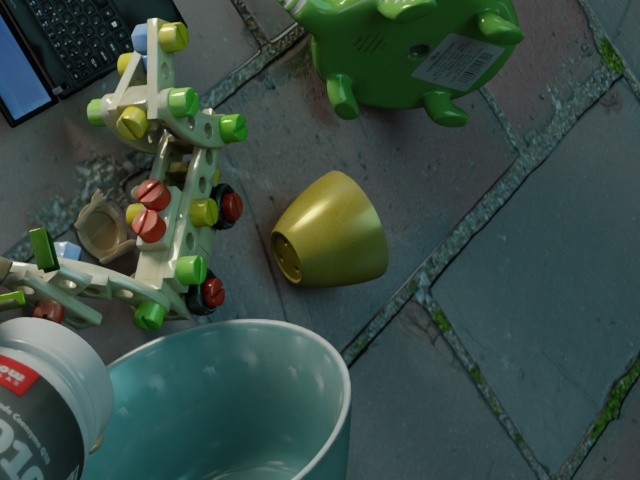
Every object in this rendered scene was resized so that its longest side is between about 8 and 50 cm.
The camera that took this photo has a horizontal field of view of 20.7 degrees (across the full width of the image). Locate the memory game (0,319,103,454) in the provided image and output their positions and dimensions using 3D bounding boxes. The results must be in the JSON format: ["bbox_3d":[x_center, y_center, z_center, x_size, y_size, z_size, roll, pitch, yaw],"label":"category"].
[{"bbox_3d":[-0.288,0.152,1.627,0.186,0.012,0.186,10,52,-13],"label":"memory game"}]

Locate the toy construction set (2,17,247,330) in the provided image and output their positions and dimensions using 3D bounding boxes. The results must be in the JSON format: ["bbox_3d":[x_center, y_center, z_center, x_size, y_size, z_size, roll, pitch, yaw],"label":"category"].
[{"bbox_3d":[-0.177,-0.038,1.756,0.215,0.151,0.327,52,57,-51],"label":"toy construction set"}]

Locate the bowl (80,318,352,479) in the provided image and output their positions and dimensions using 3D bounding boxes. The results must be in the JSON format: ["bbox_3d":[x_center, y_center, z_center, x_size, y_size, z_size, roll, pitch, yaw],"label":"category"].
[{"bbox_3d":[-0.100,0.233,1.672,0.311,0.312,0.163,-53,135,-44],"label":"bowl"}]

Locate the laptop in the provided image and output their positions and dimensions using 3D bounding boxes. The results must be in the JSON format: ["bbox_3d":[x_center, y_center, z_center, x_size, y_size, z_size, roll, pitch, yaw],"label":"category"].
[{"bbox_3d":[-0.278,-0.268,1.782,0.264,0.136,0.234,-33,99,-22],"label":"laptop"}]

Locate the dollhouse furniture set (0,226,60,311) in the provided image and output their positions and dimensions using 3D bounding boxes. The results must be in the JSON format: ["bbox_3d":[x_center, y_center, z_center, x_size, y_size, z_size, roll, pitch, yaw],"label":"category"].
[{"bbox_3d":[-0.319,0.031,1.617,0.152,0.058,0.076,-14,83,-3],"label":"dollhouse furniture set"}]

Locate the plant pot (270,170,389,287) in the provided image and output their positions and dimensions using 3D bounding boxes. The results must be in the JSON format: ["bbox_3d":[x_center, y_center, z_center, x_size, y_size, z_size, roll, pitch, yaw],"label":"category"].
[{"bbox_3d":[0.000,0.000,1.984,0.095,0.134,0.134,-25,92,-24],"label":"plant pot"}]

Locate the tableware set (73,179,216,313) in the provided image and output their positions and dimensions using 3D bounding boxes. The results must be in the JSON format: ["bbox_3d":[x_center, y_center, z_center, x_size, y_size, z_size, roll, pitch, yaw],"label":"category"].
[{"bbox_3d":[-0.182,0.012,1.856,0.141,0.020,0.168,-38,101,-47],"label":"tableware set"}]

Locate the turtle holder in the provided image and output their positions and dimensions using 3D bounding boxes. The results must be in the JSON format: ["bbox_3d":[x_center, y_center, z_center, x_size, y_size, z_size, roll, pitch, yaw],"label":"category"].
[{"bbox_3d":[0.072,-0.286,2.124,0.320,0.243,0.227,-7,56,-7],"label":"turtle holder"}]

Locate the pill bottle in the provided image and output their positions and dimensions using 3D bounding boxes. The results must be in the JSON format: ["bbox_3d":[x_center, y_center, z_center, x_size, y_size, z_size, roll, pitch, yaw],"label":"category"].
[{"bbox_3d":[-0.291,0.187,1.451,0.161,0.161,0.283,56,31,-13],"label":"pill bottle"}]
